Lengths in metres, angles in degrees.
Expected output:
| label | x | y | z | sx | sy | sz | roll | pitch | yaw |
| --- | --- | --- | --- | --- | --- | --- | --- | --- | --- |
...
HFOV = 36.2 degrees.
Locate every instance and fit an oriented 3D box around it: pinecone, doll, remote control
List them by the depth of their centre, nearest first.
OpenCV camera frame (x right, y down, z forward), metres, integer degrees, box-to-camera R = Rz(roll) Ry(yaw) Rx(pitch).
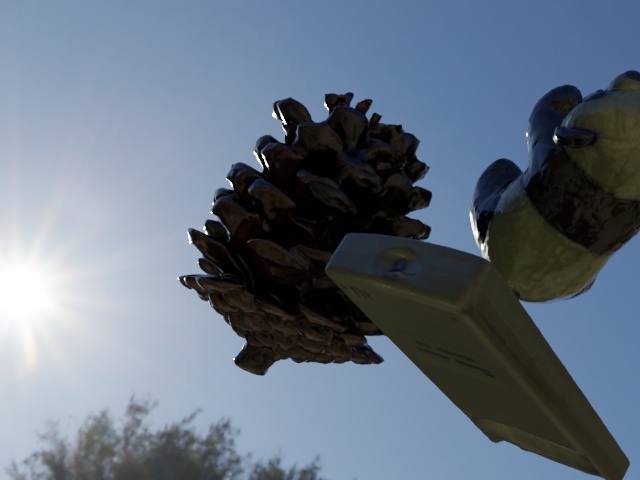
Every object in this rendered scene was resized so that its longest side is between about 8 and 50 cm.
| label | x | y | z | sx | sy | sz | roll | pitch | yaw |
| --- | --- | --- | --- | --- | --- | --- | --- | --- | --- |
| remote control | 0.120 | 0.090 | 0.681 | 0.123 | 0.038 | 0.285 | 12 | -25 | 45 |
| doll | 0.230 | -0.041 | 0.869 | 0.144 | 0.135 | 0.234 | 31 | -59 | -5 |
| pinecone | 0.000 | 0.000 | 0.896 | 0.224 | 0.272 | 0.224 | 27 | -12 | 6 |
